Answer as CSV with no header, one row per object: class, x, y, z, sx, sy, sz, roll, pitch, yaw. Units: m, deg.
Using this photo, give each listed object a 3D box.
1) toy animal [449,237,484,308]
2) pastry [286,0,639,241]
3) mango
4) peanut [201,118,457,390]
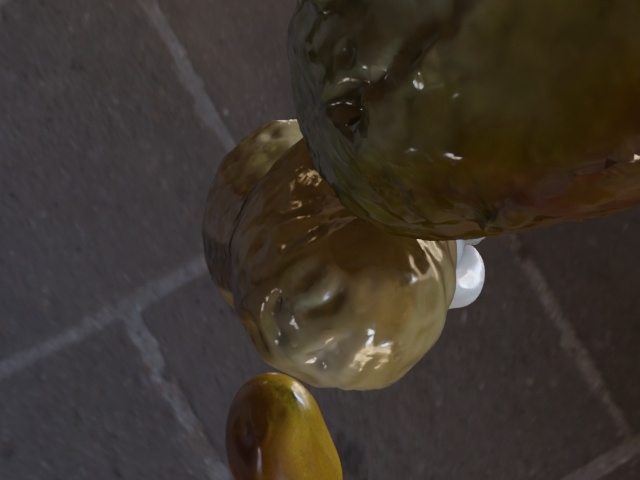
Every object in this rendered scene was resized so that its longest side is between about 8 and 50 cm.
toy animal,0.066,0.021,1.702,0.247,0.310,0.183,-35,69,-12
pastry,0.141,-0.093,0.581,0.329,0.329,0.136,-20,89,-3
mango,-0.023,0.128,0.954,0.060,0.114,0.080,-30,50,-19
peanut,0.000,0.000,0.762,0.101,0.263,0.117,44,87,-14
